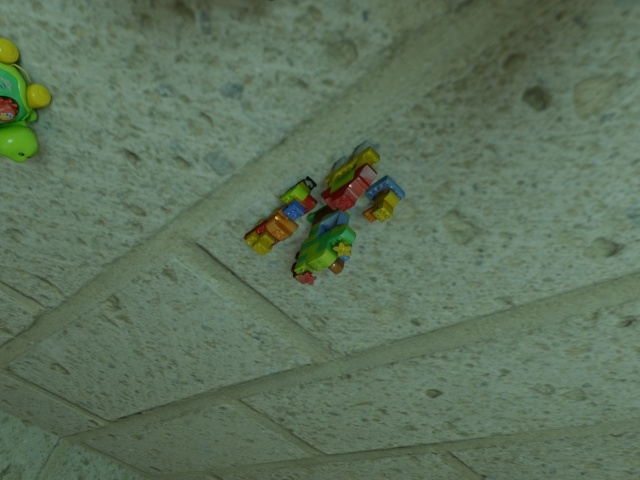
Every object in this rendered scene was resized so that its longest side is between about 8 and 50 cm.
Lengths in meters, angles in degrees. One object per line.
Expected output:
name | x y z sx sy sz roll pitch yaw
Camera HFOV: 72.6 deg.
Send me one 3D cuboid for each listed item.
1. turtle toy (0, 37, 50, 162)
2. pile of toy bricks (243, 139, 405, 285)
turtle toy | -0.347 -0.146 0.462 0.095 0.066 0.130 -4 133 19
pile of toy bricks | 0.000 0.000 0.484 0.118 0.105 0.212 40 131 -24
